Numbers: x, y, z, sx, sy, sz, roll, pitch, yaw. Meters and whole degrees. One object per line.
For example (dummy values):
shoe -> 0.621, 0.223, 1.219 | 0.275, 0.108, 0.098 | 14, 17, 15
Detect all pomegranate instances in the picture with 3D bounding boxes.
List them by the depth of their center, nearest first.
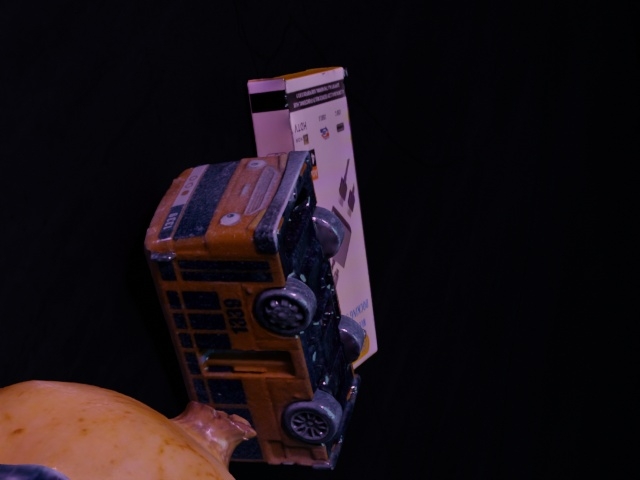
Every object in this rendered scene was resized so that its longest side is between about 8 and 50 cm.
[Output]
pomegranate -> -0.096, 0.140, 0.664 | 0.196, 0.196, 0.196 | -4, 90, -70

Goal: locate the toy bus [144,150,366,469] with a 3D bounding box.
toy bus -> -0.039, 0.041, 0.942 | 0.091, 0.103, 0.182 | -69, 153, -49

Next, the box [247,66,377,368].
box -> 0.000, 0.000, 1.154 | 0.129, 0.033, 0.247 | -30, 114, -68

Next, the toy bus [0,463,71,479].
toy bus -> -0.171, 0.133, 0.333 | 0.164, 0.271, 0.133 | -64, 143, -48
